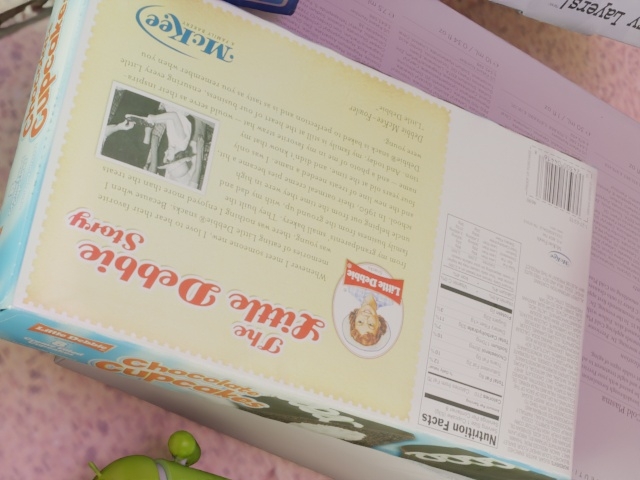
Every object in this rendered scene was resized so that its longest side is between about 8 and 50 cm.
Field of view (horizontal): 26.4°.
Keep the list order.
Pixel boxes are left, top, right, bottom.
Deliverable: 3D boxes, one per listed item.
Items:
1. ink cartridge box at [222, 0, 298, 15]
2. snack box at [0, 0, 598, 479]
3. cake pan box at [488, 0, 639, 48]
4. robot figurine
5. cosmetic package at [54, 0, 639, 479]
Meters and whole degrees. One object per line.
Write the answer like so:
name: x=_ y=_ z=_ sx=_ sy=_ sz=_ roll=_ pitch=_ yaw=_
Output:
ink cartridge box: x=-0.174 y=-0.295 z=0.698 sx=0.395 sy=0.151 sz=0.270 roll=10 pitch=69 yaw=-10
snack box: x=0.000 y=0.000 z=0.706 sx=0.322 sy=0.060 sz=0.187 roll=21 pitch=66 yaw=-26
cake pan box: x=0.147 y=-0.253 z=0.936 sx=0.266 sy=0.070 sz=0.246 roll=11 pitch=52 yaw=-32
robot figurine: x=-0.076 y=0.153 z=0.720 sx=0.115 sy=0.067 sz=0.101 roll=21 pitch=74 yaw=-26
cosmetic package: x=0.061 y=0.009 z=0.834 sx=0.377 sy=0.097 sz=0.284 roll=27 pitch=61 yaw=-24
